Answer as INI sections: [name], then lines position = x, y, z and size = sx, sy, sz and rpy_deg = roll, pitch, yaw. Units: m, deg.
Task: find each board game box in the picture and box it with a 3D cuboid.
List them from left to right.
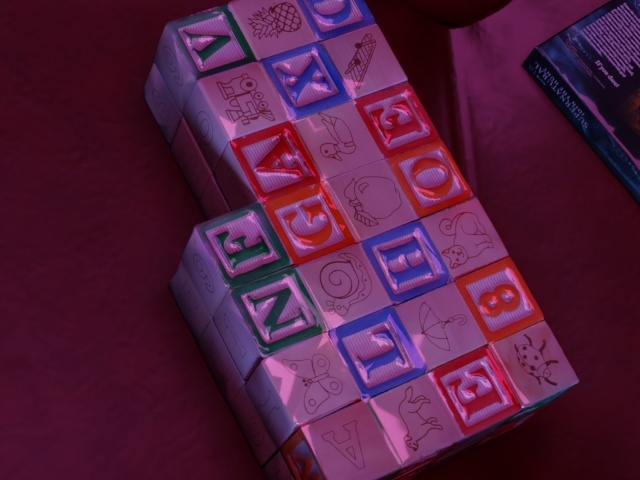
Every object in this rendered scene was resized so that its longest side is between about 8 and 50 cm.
[board game box]
position = 0.247, -0.087, 1.040
size = 0.126, 0.026, 0.186
rpy_deg = -32, 79, -28

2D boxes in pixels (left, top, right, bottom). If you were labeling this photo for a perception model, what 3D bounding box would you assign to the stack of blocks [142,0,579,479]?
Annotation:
[stack of blocks]
position = 0.000, 0.000, 0.885
size = 0.171, 0.087, 0.297
rpy_deg = -21, 74, -25
